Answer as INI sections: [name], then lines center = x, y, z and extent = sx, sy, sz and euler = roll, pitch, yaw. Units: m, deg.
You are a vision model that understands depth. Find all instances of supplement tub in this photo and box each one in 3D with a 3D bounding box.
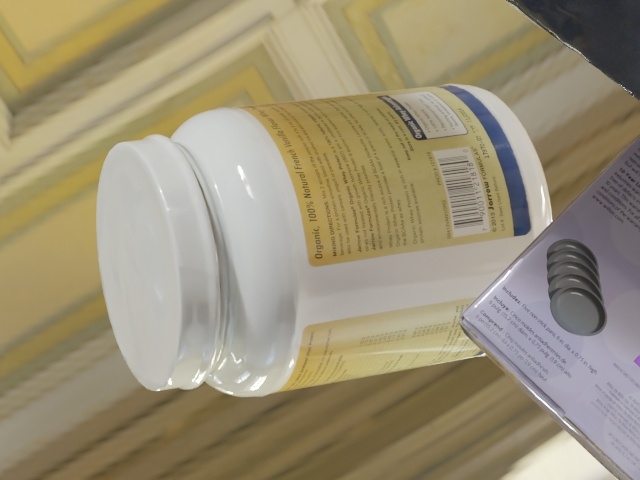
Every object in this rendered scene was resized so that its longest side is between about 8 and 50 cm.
[supplement tub]
center = 0.000, 0.000, 1.349
extent = 0.316, 0.228, 0.228
euler = -8, -60, -24

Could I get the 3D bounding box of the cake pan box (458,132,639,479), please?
[cake pan box]
center = 0.269, 0.058, 1.123
extent = 0.267, 0.070, 0.246
euler = 42, -94, 13

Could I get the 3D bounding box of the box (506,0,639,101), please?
[box]
center = 0.250, -0.347, 0.866
extent = 0.480, 0.297, 0.472
euler = 39, -40, 6
